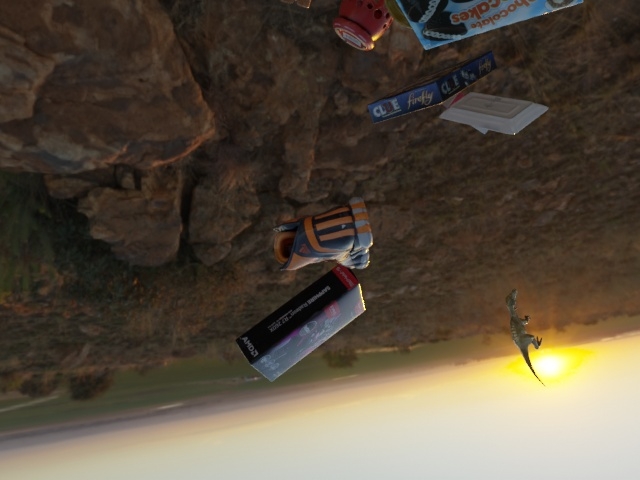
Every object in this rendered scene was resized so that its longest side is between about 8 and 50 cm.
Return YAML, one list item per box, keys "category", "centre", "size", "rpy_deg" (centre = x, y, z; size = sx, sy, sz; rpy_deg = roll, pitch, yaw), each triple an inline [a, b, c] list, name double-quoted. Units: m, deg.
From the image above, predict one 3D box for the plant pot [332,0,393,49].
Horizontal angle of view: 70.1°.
- category: "plant pot"
  centre: [0.150, -0.781, 1.594]
  size: [0.174, 0.191, 0.191]
  rpy_deg: [-59, 148, 6]

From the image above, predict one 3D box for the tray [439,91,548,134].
- category: "tray"
  centre: [0.479, -0.371, 1.287]
  size: [0.145, 0.270, 0.030]
  rpy_deg: [-35, 128, -16]

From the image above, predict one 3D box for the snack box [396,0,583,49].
- category: "snack box"
  centre: [0.319, -0.501, 0.892]
  size: [0.322, 0.060, 0.187]
  rpy_deg: [-2, 156, 38]

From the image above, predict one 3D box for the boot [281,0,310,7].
- category: "boot"
  centre: [-0.019, -0.742, 1.295]
  size: [0.197, 0.073, 0.152]
  rpy_deg: [8, 121, -6]

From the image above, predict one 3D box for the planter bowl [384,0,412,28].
- category: "planter bowl"
  centre: [0.305, -0.763, 1.374]
  size: [0.217, 0.090, 0.217]
  rpy_deg: [12, 129, 15]

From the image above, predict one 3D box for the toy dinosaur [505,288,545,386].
- category: "toy dinosaur"
  centre: [0.383, 0.188, 0.871]
  size: [0.053, 0.183, 0.093]
  rpy_deg: [-24, 154, 33]

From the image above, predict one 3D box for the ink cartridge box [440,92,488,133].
- category: "ink cartridge box"
  centre: [0.506, -0.454, 1.581]
  size: [0.175, 0.127, 0.072]
  rpy_deg: [27, 113, -17]

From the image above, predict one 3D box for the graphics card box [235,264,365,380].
- category: "graphics card box"
  centre: [-0.043, 0.241, 1.323]
  size: [0.371, 0.094, 0.232]
  rpy_deg: [-34, 152, -10]

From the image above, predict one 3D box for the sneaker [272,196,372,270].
- category: "sneaker"
  centre: [0.000, 0.000, 0.907]
  size: [0.180, 0.124, 0.321]
  rpy_deg: [-13, 165, 1]

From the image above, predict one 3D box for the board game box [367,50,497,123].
- category: "board game box"
  centre: [0.233, -0.317, 0.941]
  size: [0.165, 0.042, 0.243]
  rpy_deg: [-4, -155, 48]
